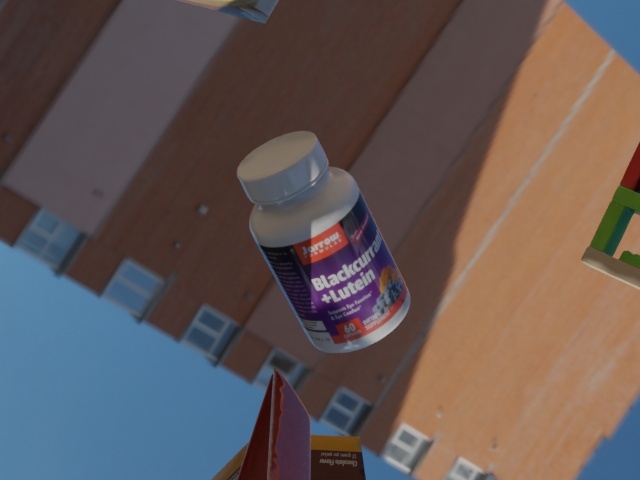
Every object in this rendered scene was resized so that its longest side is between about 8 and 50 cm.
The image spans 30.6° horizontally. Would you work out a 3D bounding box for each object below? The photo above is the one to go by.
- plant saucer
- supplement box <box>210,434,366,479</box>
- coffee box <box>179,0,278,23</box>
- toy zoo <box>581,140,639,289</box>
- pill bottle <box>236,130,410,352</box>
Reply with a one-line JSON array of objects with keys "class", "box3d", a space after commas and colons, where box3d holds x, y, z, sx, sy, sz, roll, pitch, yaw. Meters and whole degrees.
[{"class": "plant saucer", "box3d": [-0.058, 0.285, 1.028, 0.259, 0.048, 0.258, -93, -161, -66]}, {"class": "supplement box", "box3d": [-0.038, 0.346, 1.336, 0.191, 0.129, 0.194, 129, -39, -50]}, {"class": "coffee box", "box3d": [-0.140, -0.270, 0.938, 0.141, 0.247, 0.098, 145, -44, -70]}, {"class": "toy zoo", "box3d": [0.352, -0.075, 0.903, 0.192, 0.030, 0.293, 27, -87, 31]}, {"class": "pill bottle", "box3d": [0.000, 0.000, 1.082, 0.108, 0.193, 0.108, -22, -153, 12]}]
